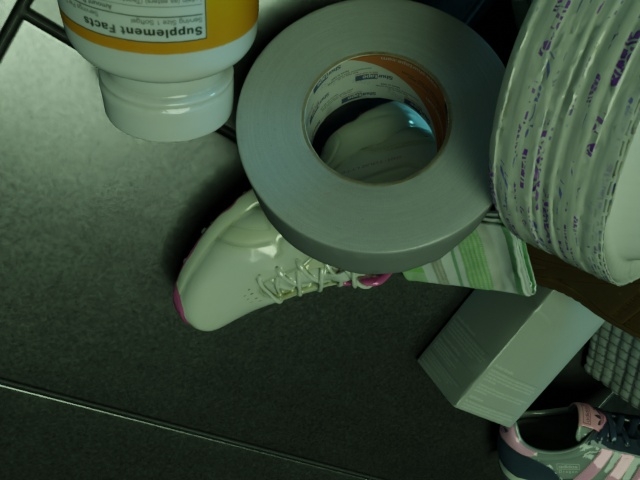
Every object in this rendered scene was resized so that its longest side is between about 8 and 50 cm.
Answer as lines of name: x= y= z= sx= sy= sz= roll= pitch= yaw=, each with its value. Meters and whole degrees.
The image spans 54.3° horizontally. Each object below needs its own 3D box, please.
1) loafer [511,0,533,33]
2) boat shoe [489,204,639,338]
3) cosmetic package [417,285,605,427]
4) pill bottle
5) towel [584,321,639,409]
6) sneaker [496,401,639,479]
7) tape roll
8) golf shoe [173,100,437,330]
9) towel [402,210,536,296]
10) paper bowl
loafer: x=0.276 y=-0.276 z=0.568 sx=0.087 sy=0.094 sz=0.251 roll=36 pitch=103 yaw=-32
boat shoe: x=0.267 y=-0.022 z=0.652 sx=0.123 sy=0.342 sz=0.123 roll=-55 pitch=171 yaw=-34
cosmetic package: x=0.252 y=0.108 z=0.786 sx=0.127 sy=0.107 sz=0.238 roll=30 pitch=102 yaw=-34
pill bottle: x=-0.108 y=-0.193 z=0.413 sx=0.136 sy=0.136 sz=0.245 roll=-10 pitch=138 yaw=-17
towel: x=0.495 y=0.126 z=0.819 sx=0.121 sy=0.235 sz=0.283 roll=-23 pitch=127 yaw=-20
sneaker: x=0.417 y=0.290 z=0.898 sx=0.319 sy=0.112 sz=0.131 roll=-8 pitch=124 yaw=12
tape roll: x=0.045 y=-0.085 z=0.512 sx=0.219 sy=0.219 sz=0.072 roll=-28 pitch=165 yaw=-5
golf shoe: x=0.000 y=0.000 z=0.580 sx=0.306 sy=0.140 sz=0.115 roll=-38 pitch=145 yaw=3
towel: x=0.143 y=0.014 z=0.664 sx=0.023 sy=0.152 sz=0.113 roll=-55 pitch=134 yaw=-36
paper bowl: x=0.259 y=-0.099 z=0.427 sx=0.284 sy=0.148 sz=0.284 roll=-26 pitch=132 yaw=-33
